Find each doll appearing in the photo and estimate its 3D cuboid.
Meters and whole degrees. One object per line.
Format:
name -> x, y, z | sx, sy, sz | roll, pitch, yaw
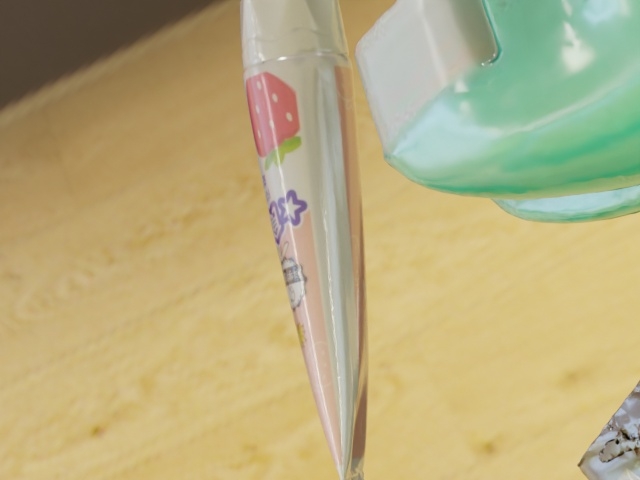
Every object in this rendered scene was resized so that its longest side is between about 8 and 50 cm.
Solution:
doll -> 0.127, -0.102, 0.502 | 0.258, 0.195, 0.153 | -17, 65, 5

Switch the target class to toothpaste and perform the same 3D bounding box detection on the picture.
toothpaste -> 0.000, 0.000, 0.736 | 0.042, 0.067, 0.195 | -8, 85, 7

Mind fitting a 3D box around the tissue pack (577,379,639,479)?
tissue pack -> 0.354, 0.174, 1.100 | 0.210, 0.198, 0.370 | -18, 57, -36
